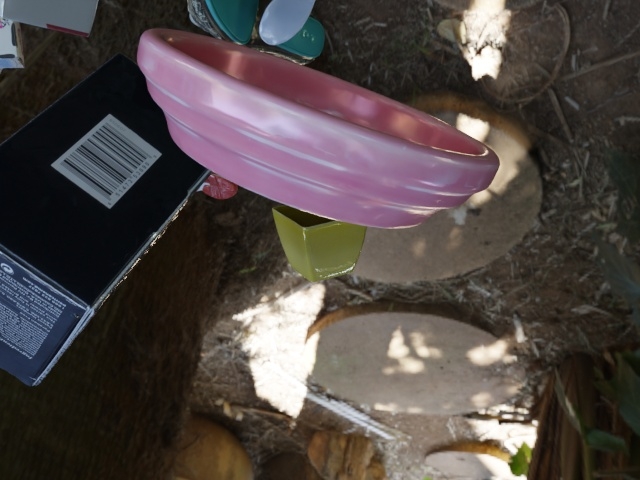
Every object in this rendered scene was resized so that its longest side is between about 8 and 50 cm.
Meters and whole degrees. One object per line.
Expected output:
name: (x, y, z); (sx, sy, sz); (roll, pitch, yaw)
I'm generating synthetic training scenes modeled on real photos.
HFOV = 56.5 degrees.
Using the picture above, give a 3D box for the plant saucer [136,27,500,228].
plant saucer: (-0.005, -0.101, 0.552); (0.332, 0.332, 0.084); (17, 110, -7)

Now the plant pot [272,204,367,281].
plant pot: (0.000, 0.000, 1.738); (0.212, 0.212, 0.187); (-13, 114, -26)

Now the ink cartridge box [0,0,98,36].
ink cartridge box: (-0.391, -0.362, 0.771); (0.176, 0.128, 0.127); (31, 111, 25)

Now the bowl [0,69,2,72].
bowl: (-0.869, -0.462, 1.417); (0.134, 0.298, 0.298); (24, 143, 27)

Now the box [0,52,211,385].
box: (-0.486, -0.030, 1.191); (0.297, 0.480, 0.472); (38, 138, -10)

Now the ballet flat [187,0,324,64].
ballet flat: (-0.173, -0.492, 1.303); (0.182, 0.483, 0.164); (17, 99, 27)

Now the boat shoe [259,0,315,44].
boat shoe: (-0.053, -0.501, 1.214); (0.080, 0.076, 0.228); (28, 98, -25)

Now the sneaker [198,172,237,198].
sneaker: (-0.324, -0.199, 1.844); (0.221, 0.128, 0.087); (14, 129, 27)

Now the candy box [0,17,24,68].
candy box: (-0.719, -0.420, 1.169); (0.233, 0.159, 0.071); (-6, 178, -14)
